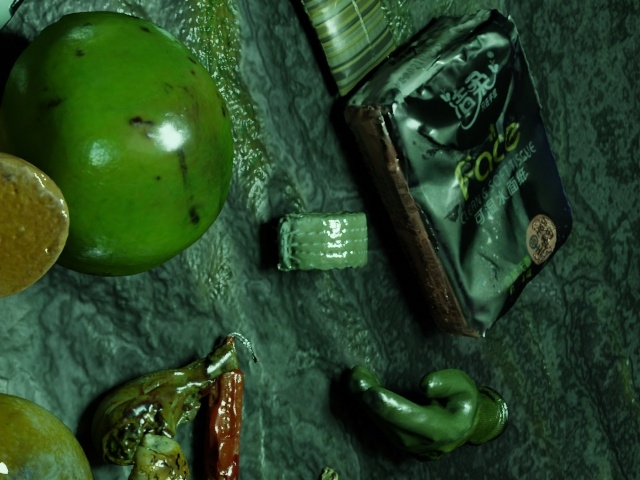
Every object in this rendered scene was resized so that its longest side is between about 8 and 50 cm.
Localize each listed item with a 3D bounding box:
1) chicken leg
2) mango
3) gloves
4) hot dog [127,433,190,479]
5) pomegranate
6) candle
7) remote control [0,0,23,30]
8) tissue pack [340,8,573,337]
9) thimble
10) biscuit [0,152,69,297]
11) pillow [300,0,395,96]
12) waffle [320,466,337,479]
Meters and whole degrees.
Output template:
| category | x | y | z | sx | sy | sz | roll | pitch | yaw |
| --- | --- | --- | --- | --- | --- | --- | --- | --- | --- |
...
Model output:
| category | x | y | z | sx | sy | sz | roll | pitch | yaw |
| --- | --- | --- | --- | --- | --- | --- | --- | --- | --- |
| chicken leg | -0.145 | 0.161 | 1.420 | 0.093 | 0.070 | 0.178 | 46 | 50 | 10 |
| mango | -0.272 | 0.243 | 1.262 | 0.316 | 0.146 | 0.192 | 53 | 52 | -57 |
| gloves | 0.131 | 0.201 | 1.683 | 0.268 | 0.135 | 0.107 | 19 | 38 | -46 |
| hot dog | -0.165 | 0.317 | 1.328 | 0.083 | 0.068 | 0.289 | -61 | 160 | -75 |
| pomegranate | -0.222 | -0.075 | 1.235 | 0.302 | 0.236 | 0.236 | -11 | 101 | -25 |
| candle | -0.095 | 0.176 | 1.496 | 0.053 | 0.048 | 0.162 | 13 | 81 | -75 |
| remote control | -0.286 | -0.257 | 1.276 | 0.097 | 0.045 | 0.256 | 54 | 54 | -35 |
| tissue pack | 0.172 | -0.079 | 1.696 | 0.245 | 0.123 | 0.332 | -45 | 122 | -37 |
| thimble | 0.000 | 0.000 | 1.555 | 0.110 | 0.084 | 0.062 | -3 | 94 | -33 |
| biscuit | -0.357 | 0.007 | 1.123 | 0.324 | 0.049 | 0.205 | -15 | 108 | -7 |
| pillow | 0.020 | -0.271 | 1.587 | 0.113 | 0.038 | 0.203 | -45 | 123 | -34 |
| waffle | -0.020 | 0.331 | 1.600 | 0.097 | 0.023 | 0.152 | 1 | 94 | -46 |
